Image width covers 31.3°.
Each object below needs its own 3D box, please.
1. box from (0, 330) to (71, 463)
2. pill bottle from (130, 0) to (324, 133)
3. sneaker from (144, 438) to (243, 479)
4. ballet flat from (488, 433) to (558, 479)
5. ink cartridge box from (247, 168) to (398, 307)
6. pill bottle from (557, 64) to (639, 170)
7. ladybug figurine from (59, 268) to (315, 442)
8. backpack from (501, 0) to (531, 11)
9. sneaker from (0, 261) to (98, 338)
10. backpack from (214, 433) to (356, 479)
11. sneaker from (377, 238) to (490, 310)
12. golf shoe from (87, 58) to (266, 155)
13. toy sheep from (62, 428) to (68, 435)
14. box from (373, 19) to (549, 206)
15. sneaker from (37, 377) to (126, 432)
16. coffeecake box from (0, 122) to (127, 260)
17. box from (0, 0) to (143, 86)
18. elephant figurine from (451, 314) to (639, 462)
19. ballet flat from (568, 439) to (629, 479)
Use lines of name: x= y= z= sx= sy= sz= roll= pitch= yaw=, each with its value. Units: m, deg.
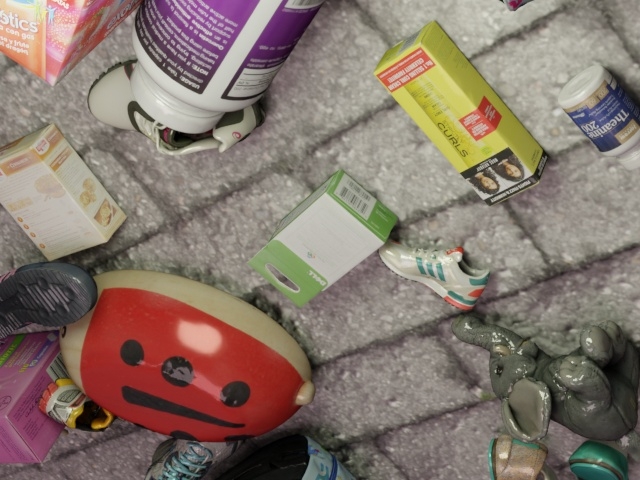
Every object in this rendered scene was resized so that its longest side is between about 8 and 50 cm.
box: x=-0.554 y=0.277 z=2.020 sx=0.243 sy=0.213 sz=0.117 roll=-8 pitch=125 yaw=32
pill bottle: x=-0.103 y=-0.277 z=1.326 sx=0.181 sy=0.181 sz=0.323 roll=35 pitch=130 yaw=-6
sneaker: x=-0.232 y=0.401 z=2.037 sx=0.110 sy=0.122 sz=0.283 roll=35 pitch=135 yaw=-7
ballet flat: x=0.335 y=0.435 z=1.809 sx=0.106 sy=0.107 sz=0.316 roll=-2 pitch=129 yaw=18
ink cartridge box: x=0.000 y=0.000 z=1.616 sx=0.109 sy=0.062 sz=0.209 roll=40 pitch=134 yaw=-10
pill bottle: x=0.337 y=-0.140 z=1.327 sx=0.120 sy=0.067 sz=0.067 roll=45 pitch=133 yaw=-15
ladybug figurine: x=-0.228 y=0.203 z=1.834 sx=0.449 sy=0.162 sz=0.305 roll=11 pitch=132 yaw=17
backpack: x=0.180 y=-0.347 z=1.097 sx=0.191 sy=0.253 sz=0.225 roll=-25 pitch=115 yaw=17
sneaker: x=-0.433 y=0.070 z=1.820 sx=0.319 sy=0.131 sz=0.112 roll=-11 pitch=112 yaw=45
backpack: x=-0.096 y=0.486 z=1.942 sx=0.273 sy=0.290 sz=0.355 roll=35 pitch=108 yaw=-7
sneaker: x=0.160 y=0.028 z=1.579 sx=0.161 sy=0.057 sz=0.075 roll=31 pitch=118 yaw=0
golf shoe: x=-0.210 y=-0.175 z=1.529 sx=0.273 sy=0.120 sz=0.105 roll=3 pitch=131 yaw=25
toy sheep: x=-0.520 y=0.337 z=2.151 sx=0.132 sy=0.091 sz=0.091 roll=-17 pitch=120 yaw=20
box: x=0.174 y=-0.153 z=1.402 sx=0.087 sy=0.058 sz=0.232 roll=-27 pitch=113 yaw=40
sneaker: x=-0.376 y=0.295 z=1.964 sx=0.093 sy=0.225 sz=0.088 roll=33 pitch=104 yaw=33
coffeecake box: x=-0.412 y=-0.071 z=1.750 sx=0.142 sy=0.068 sz=0.185 roll=-16 pitch=120 yaw=37
box: x=-0.261 y=-0.333 z=1.285 sx=0.142 sy=0.300 sz=0.154 roll=34 pitch=134 yaw=-3
elephant figurine: x=0.311 y=0.199 z=1.585 sx=0.239 sy=0.186 sz=0.169 roll=-15 pitch=142 yaw=39
ballet flat: x=0.408 y=0.324 z=1.653 sx=0.083 sy=0.087 sz=0.247 roll=18 pitch=158 yaw=23
